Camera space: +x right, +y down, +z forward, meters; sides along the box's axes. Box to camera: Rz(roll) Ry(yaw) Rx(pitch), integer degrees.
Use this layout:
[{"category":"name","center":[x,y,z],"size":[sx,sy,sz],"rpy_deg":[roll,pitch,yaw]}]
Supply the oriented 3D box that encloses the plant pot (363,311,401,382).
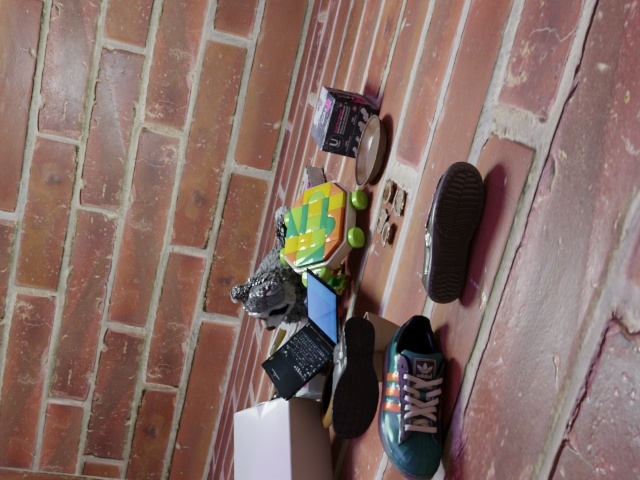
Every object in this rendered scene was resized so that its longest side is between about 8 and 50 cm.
[{"category":"plant pot","center":[0.129,0.227,1.421],"size":[0.109,0.096,0.109],"rpy_deg":[-96,21,-49]}]

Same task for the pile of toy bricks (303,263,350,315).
[{"category":"pile of toy bricks","center":[0.036,0.120,1.942],"size":[0.105,0.118,0.212],"rpy_deg":[-9,45,32]}]

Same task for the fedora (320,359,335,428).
[{"category":"fedora","center":[0.054,0.367,1.671],"size":[0.194,0.079,0.194],"rpy_deg":[-167,90,-84]}]

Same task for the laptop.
[{"category":"laptop","center":[-0.057,0.229,1.735],"size":[0.264,0.136,0.234],"rpy_deg":[-41,21,-6]}]

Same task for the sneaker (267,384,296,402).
[{"category":"sneaker","center":[-0.125,0.529,1.981],"size":[0.483,0.202,0.185],"rpy_deg":[-94,-5,-53]}]

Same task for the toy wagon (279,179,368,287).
[{"category":"toy wagon","center":[0.000,0.000,1.908],"size":[0.267,0.068,0.344],"rpy_deg":[-16,55,36]}]

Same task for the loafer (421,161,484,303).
[{"category":"loafer","center":[0.220,-0.017,1.228],"size":[0.087,0.094,0.251],"rpy_deg":[-145,66,-72]}]

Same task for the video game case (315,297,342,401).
[{"category":"video game case","center":[0.021,0.302,1.995],"size":[0.285,0.025,0.204],"rpy_deg":[-93,19,-46]}]

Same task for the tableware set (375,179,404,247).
[{"category":"tableware set","center":[0.164,-0.068,1.680],"size":[0.169,0.020,0.141],"rpy_deg":[-115,37,-68]}]

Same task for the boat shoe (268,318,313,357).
[{"category":"boat shoe","center":[-0.102,0.251,2.265],"size":[0.136,0.156,0.367],"rpy_deg":[-99,24,-54]}]

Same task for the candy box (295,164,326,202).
[{"category":"candy box","center":[-0.032,-0.150,2.488],"size":[0.233,0.071,0.159],"rpy_deg":[-101,24,-60]}]

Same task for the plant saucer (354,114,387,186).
[{"category":"plant saucer","center":[0.141,-0.241,1.885],"size":[0.198,0.036,0.199],"rpy_deg":[-170,90,-77]}]

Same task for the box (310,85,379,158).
[{"category":"box","center":[0.066,-0.358,2.070],"size":[0.247,0.142,0.163],"rpy_deg":[-112,35,-67]}]

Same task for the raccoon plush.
[{"category":"raccoon plush","center":[-0.164,0.068,2.092],"size":[0.216,0.299,0.446],"rpy_deg":[-32,59,17]}]

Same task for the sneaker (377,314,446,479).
[{"category":"sneaker","center":[0.164,0.263,1.211],"size":[0.302,0.108,0.121],"rpy_deg":[-91,13,-46]}]

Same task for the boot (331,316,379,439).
[{"category":"boot","center":[0.057,0.283,1.331],"size":[0.161,0.083,0.247],"rpy_deg":[107,173,-54]}]

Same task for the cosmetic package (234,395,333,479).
[{"category":"cosmetic package","center":[-0.091,0.594,1.686],"size":[0.217,0.156,0.385],"rpy_deg":[-24,55,37]}]

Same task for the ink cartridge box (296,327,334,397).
[{"category":"ink cartridge box","center":[-0.011,0.337,1.876],"size":[0.127,0.072,0.175],"rpy_deg":[132,146,-65]}]
